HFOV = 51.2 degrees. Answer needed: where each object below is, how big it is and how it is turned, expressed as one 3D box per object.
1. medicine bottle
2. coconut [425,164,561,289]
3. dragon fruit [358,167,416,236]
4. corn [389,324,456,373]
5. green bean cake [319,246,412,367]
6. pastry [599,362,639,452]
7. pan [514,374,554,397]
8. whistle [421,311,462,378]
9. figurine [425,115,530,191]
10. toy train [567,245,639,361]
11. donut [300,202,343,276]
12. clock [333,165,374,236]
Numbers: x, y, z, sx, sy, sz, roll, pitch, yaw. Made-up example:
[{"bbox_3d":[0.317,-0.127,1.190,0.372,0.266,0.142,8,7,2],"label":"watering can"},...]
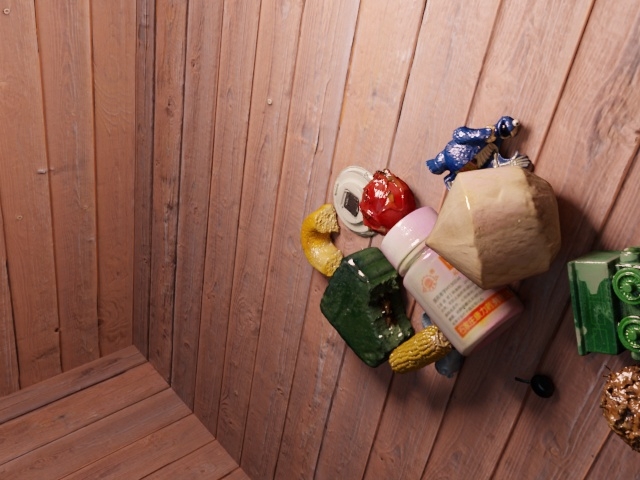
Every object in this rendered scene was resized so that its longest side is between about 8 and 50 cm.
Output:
[{"bbox_3d":[0.356,0.107,1.847,0.388,0.219,0.219,52,138,23],"label":"medicine bottle"},{"bbox_3d":[0.415,-0.026,1.637,0.328,0.328,0.329,23,122,42],"label":"coconut"},{"bbox_3d":[0.196,-0.103,1.981,0.172,0.172,0.210,33,139,37],"label":"dragon fruit"},{"bbox_3d":[0.296,0.325,1.980,0.106,0.106,0.293,61,149,11],"label":"corn"},{"bbox_3d":[0.169,0.213,2.152,0.308,0.169,0.300,51,139,21],"label":"green bean cake"},{"bbox_3d":[0.734,0.398,1.485,0.193,0.275,0.275,-44,70,30],"label":"pastry"},{"bbox_3d":[0.592,0.391,1.841,0.115,0.023,0.069,12,115,44],"label":"pan"},{"bbox_3d":[0.380,0.286,1.992,0.180,0.093,0.269,10,112,53],"label":"whistle"},{"bbox_3d":[0.406,-0.235,1.732,0.262,0.121,0.164,-24,113,30],"label":"figurine"},{"bbox_3d":[0.692,0.143,1.523,0.201,0.145,0.266,0,103,52],"label":"toy train"},{"bbox_3d":[-0.001,0.004,2.328,0.152,0.101,0.259,6,114,54],"label":"donut"},{"bbox_3d":[0.113,-0.122,2.166,0.236,0.053,0.237,22,120,44],"label":"clock"}]
